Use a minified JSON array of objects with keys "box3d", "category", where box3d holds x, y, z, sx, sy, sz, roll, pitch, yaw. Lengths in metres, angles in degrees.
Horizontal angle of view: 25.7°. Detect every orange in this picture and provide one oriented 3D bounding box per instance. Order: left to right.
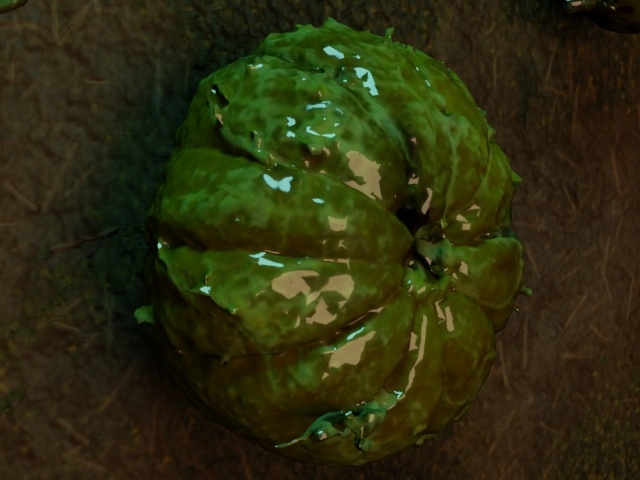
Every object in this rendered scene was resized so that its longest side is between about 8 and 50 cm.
[{"box3d":[0.000,0.000,0.961,0.300,0.223,0.301,-14,104,-48],"category":"orange"}]

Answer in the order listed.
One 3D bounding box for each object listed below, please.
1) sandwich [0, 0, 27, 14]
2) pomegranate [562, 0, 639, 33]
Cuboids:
[{"box3d":[-0.243,-0.152,0.824,0.116,0.074,0.074,-32,116,-31],"category":"sandwich"},{"box3d":[0.272,-0.269,1.199,0.156,0.156,0.220,54,33,-32],"category":"pomegranate"}]
